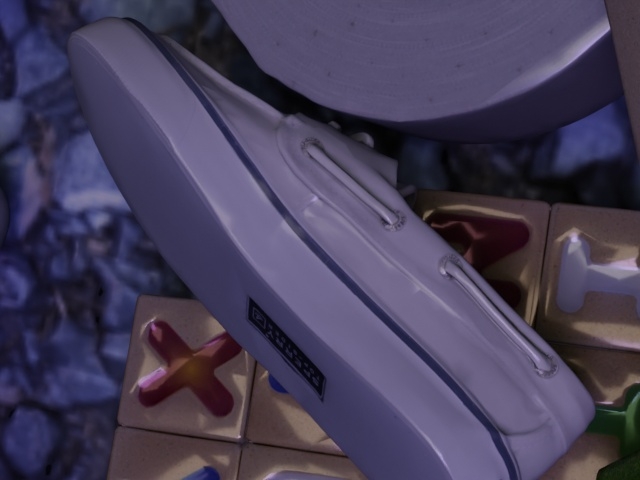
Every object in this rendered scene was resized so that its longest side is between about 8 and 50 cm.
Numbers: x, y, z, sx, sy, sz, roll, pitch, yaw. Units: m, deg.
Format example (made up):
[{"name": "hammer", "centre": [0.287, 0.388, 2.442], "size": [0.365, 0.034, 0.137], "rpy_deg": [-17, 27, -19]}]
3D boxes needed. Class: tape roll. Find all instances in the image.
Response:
[{"name": "tape roll", "centre": [0.055, -0.151, 0.683], "size": [0.219, 0.072, 0.219], "rpy_deg": [-2, 85, 26]}]

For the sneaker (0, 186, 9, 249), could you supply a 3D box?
[{"name": "sneaker", "centre": [-0.178, 0.192, 0.723], "size": [0.257, 0.169, 0.447], "rpy_deg": [23, 82, 9]}]

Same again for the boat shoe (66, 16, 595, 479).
[{"name": "boat shoe", "centre": [0.000, 0.000, 0.673], "size": [0.084, 0.095, 0.258], "rpy_deg": [-34, 73, -23]}]

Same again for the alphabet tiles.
[{"name": "alphabet tiles", "centre": [0.074, 0.123, 0.673], "size": [0.343, 0.011, 0.285], "rpy_deg": [7, 81, 15]}]

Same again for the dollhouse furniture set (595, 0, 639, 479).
[{"name": "dollhouse furniture set", "centre": [0.200, 0.003, 0.600], "size": [0.198, 0.151, 0.301], "rpy_deg": [-5, 72, -10]}]
